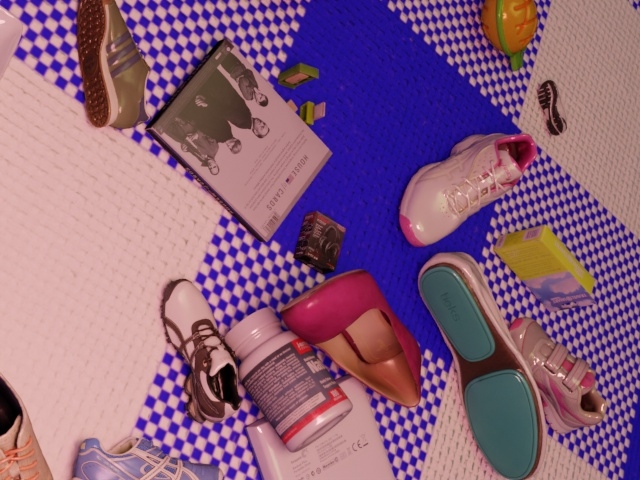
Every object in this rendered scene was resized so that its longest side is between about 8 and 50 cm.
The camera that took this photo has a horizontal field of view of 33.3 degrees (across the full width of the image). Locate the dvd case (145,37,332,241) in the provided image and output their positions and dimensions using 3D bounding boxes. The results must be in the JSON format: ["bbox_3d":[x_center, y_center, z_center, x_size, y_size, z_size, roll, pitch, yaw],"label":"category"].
[{"bbox_3d":[-0.110,-0.141,1.528,0.238,0.029,0.179,46,66,-24],"label":"dvd case"}]

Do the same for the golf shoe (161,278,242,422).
[{"bbox_3d":[-0.147,0.141,1.413,0.077,0.094,0.198,-17,90,-41],"label":"golf shoe"}]

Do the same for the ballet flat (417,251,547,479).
[{"bbox_3d":[0.283,0.194,1.762,0.139,0.139,0.400,-30,99,-41],"label":"ballet flat"}]

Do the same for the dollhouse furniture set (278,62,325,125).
[{"bbox_3d":[-0.033,-0.183,1.606,0.076,0.058,0.151,14,71,-38],"label":"dollhouse furniture set"}]

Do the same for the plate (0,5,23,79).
[{"bbox_3d":[-0.497,-0.219,1.198,0.278,0.045,0.277,34,49,-31],"label":"plate"}]

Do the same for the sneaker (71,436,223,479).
[{"bbox_3d":[-0.209,0.286,1.334,0.211,0.080,0.081,9,77,-40],"label":"sneaker"}]

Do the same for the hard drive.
[{"bbox_3d":[0.027,0.378,1.543,0.210,0.040,0.318,-21,94,-42],"label":"hard drive"}]

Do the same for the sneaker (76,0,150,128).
[{"bbox_3d":[-0.268,-0.239,1.419,0.086,0.064,0.192,2,79,-48],"label":"sneaker"}]

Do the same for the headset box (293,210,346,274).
[{"bbox_3d":[0.000,0.000,1.611,0.062,0.032,0.083,31,63,-32],"label":"headset box"}]

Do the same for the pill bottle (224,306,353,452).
[{"bbox_3d":[-0.049,0.185,1.448,0.108,0.108,0.180,-25,72,-41],"label":"pill bottle"}]

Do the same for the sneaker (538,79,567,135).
[{"bbox_3d":[0.448,-0.255,2.058,0.044,0.040,0.109,-12,92,-58],"label":"sneaker"}]

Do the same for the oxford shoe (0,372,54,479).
[{"bbox_3d":[-0.363,0.254,1.163,0.140,0.146,0.397,-41,108,-39],"label":"oxford shoe"}]

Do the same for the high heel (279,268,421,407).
[{"bbox_3d":[0.064,0.146,1.465,0.181,0.127,0.377,63,16,14],"label":"high heel"}]

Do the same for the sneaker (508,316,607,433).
[{"bbox_3d":[0.419,0.229,1.868,0.252,0.111,0.103,51,53,-20],"label":"sneaker"}]

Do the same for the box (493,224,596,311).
[{"bbox_3d":[0.402,0.051,1.896,0.178,0.109,0.042,44,53,-25],"label":"box"}]

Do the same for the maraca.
[{"bbox_3d":[0.352,-0.395,1.967,0.185,0.099,0.127,54,49,-52],"label":"maraca"}]

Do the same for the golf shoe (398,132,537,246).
[{"bbox_3d":[0.246,-0.097,1.777,0.306,0.140,0.115,-44,110,-36],"label":"golf shoe"}]
